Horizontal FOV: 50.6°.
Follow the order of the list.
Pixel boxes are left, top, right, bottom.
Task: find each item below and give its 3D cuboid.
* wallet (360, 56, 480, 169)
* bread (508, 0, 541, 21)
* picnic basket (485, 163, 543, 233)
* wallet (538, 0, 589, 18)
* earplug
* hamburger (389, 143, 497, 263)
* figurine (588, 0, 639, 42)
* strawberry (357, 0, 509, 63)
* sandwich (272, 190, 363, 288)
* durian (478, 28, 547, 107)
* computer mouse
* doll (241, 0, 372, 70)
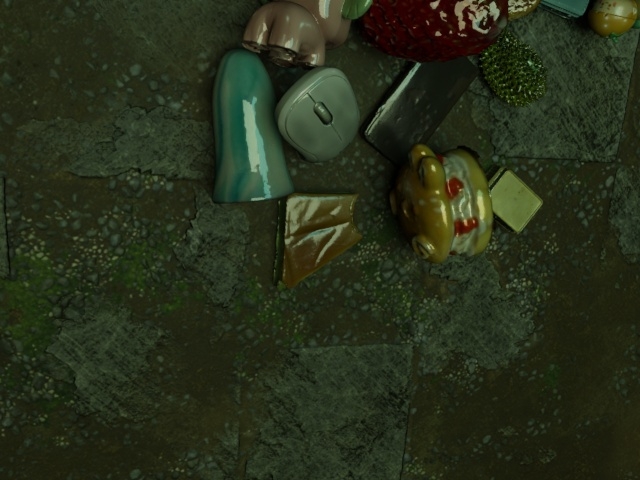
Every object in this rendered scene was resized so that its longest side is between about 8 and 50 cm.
[{"bbox_3d":[0.238,-0.332,1.629,0.165,0.042,0.309,35,95,-24],"label":"wallet"},{"bbox_3d":[0.433,-0.604,1.573,0.194,0.064,0.193,1,100,3],"label":"bread"},{"bbox_3d":[0.478,-0.108,1.746,0.164,0.079,0.115,39,91,-23],"label":"picnic basket"},{"bbox_3d":[0.594,-0.677,1.618,0.176,0.075,0.250,15,102,-16],"label":"wallet"},{"bbox_3d":[-0.165,-0.252,1.470,0.185,0.185,0.323,-9,103,-14],"label":"earplug"},{"bbox_3d":[0.275,-0.090,1.582,0.187,0.260,0.302,-10,147,-14],"label":"hamburger"},{"bbox_3d":[0.714,-0.588,1.604,0.325,0.124,0.222,-10,124,-44],"label":"figurine"},{"bbox_3d":[0.221,-0.519,1.429,0.292,0.310,0.291,-6,112,-14],"label":"strawberry"},{"bbox_3d":[0.000,0.000,1.645,0.212,0.063,0.244,0,107,-18],"label":"sandwich"},{"bbox_3d":[0.474,-0.420,1.640,0.137,0.095,0.220,-44,102,-17],"label":"durian"},{"bbox_3d":[0.005,-0.250,1.455,0.184,0.297,0.121,-40,78,-4],"label":"computer mouse"},{"bbox_3d":[-0.027,-0.492,1.386,0.216,0.284,0.268,10,95,-63],"label":"doll"}]
